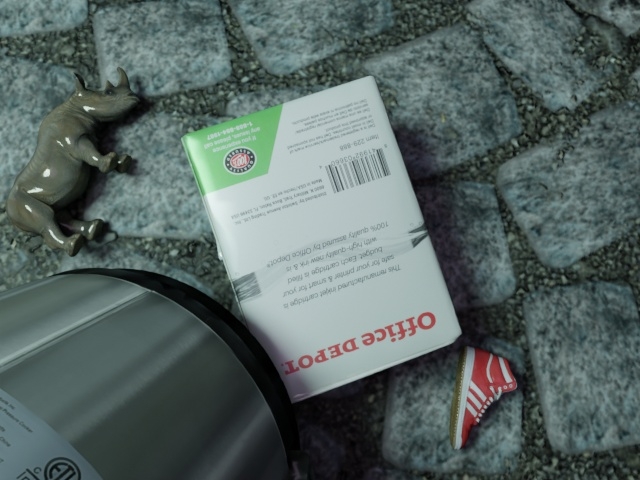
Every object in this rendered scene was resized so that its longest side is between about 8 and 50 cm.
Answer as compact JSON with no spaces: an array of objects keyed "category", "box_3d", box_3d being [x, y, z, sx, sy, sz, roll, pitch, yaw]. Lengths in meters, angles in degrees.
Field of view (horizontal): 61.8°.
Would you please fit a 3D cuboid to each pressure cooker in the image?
[{"category":"pressure cooker","box_3d":[-0.208,0.218,0.428,0.375,0.420,0.370,-14,99,18]}]

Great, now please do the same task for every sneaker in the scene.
[{"category":"sneaker","box_3d":[0.190,0.188,0.623,0.067,0.042,0.118,12,77,3]}]

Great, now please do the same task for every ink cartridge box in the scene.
[{"category":"ink cartridge box","box_3d":[0.000,0.000,0.592,0.211,0.121,0.289,-18,90,-5]}]

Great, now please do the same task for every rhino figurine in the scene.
[{"category":"rhino figurine","box_3d":[-0.292,-0.107,0.645,0.106,0.073,0.243,19,78,-2]}]

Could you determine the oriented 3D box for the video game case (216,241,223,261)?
[{"category":"video game case","box_3d":[-0.067,-0.062,0.672,0.143,0.019,0.157,-10,79,-5]}]
